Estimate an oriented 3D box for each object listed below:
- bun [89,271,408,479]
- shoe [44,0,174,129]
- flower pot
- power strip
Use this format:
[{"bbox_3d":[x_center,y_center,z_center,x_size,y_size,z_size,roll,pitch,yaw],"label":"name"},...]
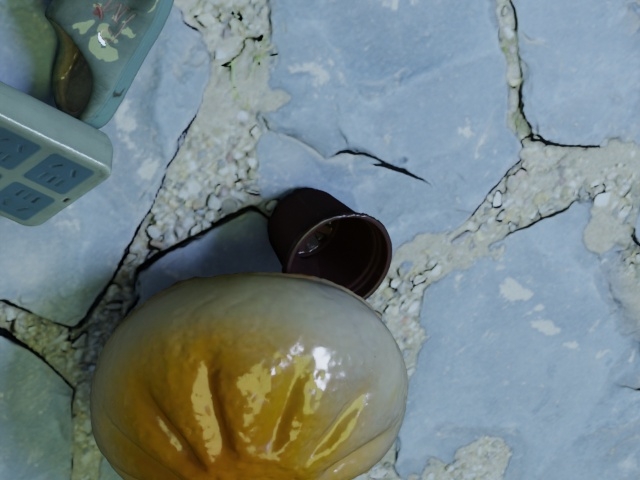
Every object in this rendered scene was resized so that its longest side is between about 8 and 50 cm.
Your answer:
[{"bbox_3d":[-0.063,0.169,1.672,0.299,0.164,0.299,-3,143,-2],"label":"bun"},{"bbox_3d":[-0.183,-0.176,1.493,0.078,0.079,0.195,-7,132,-45],"label":"shoe"},{"bbox_3d":[0.000,0.000,1.698,0.111,0.089,0.111,-14,127,-19],"label":"flower pot"},{"bbox_3d":[-0.295,-0.092,1.484,0.270,0.046,0.118,27,140,-37],"label":"power strip"}]
